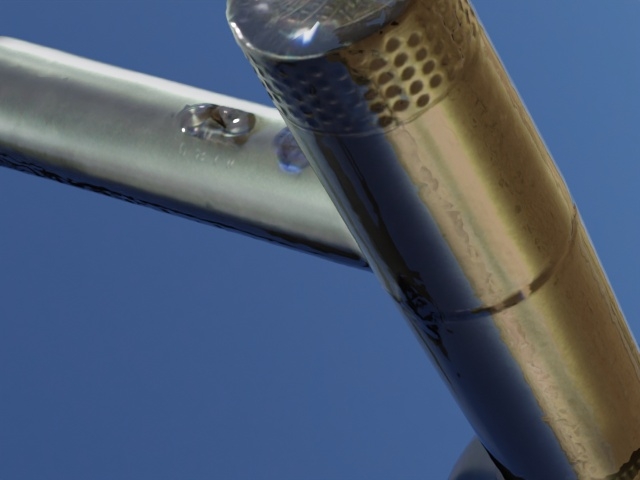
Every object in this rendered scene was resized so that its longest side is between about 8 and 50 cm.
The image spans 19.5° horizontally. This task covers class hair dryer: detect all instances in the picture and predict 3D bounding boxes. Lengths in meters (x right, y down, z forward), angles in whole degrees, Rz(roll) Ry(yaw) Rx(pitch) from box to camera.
[{"bbox_3d":[0.016,-0.002,0.648,0.156,0.284,0.320,-44,-53,-11],"label":"hair dryer"}]
